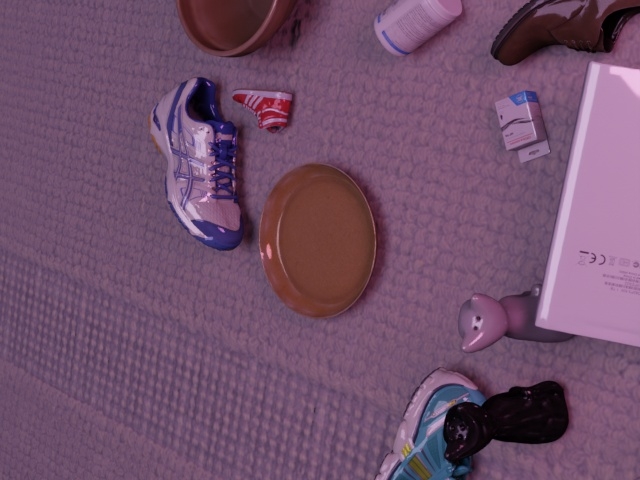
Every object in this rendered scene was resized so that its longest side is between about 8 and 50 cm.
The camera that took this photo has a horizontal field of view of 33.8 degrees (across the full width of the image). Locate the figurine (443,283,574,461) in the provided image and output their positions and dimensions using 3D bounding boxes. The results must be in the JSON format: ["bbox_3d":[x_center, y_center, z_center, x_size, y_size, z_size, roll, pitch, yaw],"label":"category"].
[{"bbox_3d":[0.224,0.154,1.284,0.092,0.209,0.214,12,100,41],"label":"figurine"}]

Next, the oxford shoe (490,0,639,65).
[{"bbox_3d":[0.306,-0.260,1.279,0.227,0.083,0.096,-27,79,40],"label":"oxford shoe"}]

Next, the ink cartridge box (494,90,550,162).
[{"bbox_3d":[0.260,-0.146,1.358,0.048,0.028,0.083,-20,79,41],"label":"ink cartridge box"}]

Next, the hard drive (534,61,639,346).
[{"bbox_3d":[0.373,-0.033,1.193,0.203,0.040,0.307,11,101,8],"label":"hard drive"}]

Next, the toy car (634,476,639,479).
[{"bbox_3d":[0.432,0.282,1.130,0.159,0.182,0.136,31,108,52],"label":"toy car"}]

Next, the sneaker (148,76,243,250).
[{"bbox_3d":[-0.186,-0.130,1.702,0.131,0.112,0.296,-38,68,36],"label":"sneaker"}]

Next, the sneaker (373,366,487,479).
[{"bbox_3d":[0.148,0.310,1.437,0.110,0.107,0.275,29,111,27],"label":"sneaker"}]

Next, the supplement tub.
[{"bbox_3d":[0.132,-0.306,1.438,0.107,0.071,0.071,-32,71,38],"label":"supplement tub"}]

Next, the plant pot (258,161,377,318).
[{"bbox_3d":[0.000,0.000,1.596,0.236,0.032,0.236,2,93,41],"label":"plant pot"}]

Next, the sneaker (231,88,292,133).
[{"bbox_3d":[-0.097,-0.204,1.665,0.118,0.042,0.067,9,95,39],"label":"sneaker"}]

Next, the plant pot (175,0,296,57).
[{"bbox_3d":[-0.108,-0.398,1.621,0.237,0.110,0.237,3,94,43],"label":"plant pot"}]
